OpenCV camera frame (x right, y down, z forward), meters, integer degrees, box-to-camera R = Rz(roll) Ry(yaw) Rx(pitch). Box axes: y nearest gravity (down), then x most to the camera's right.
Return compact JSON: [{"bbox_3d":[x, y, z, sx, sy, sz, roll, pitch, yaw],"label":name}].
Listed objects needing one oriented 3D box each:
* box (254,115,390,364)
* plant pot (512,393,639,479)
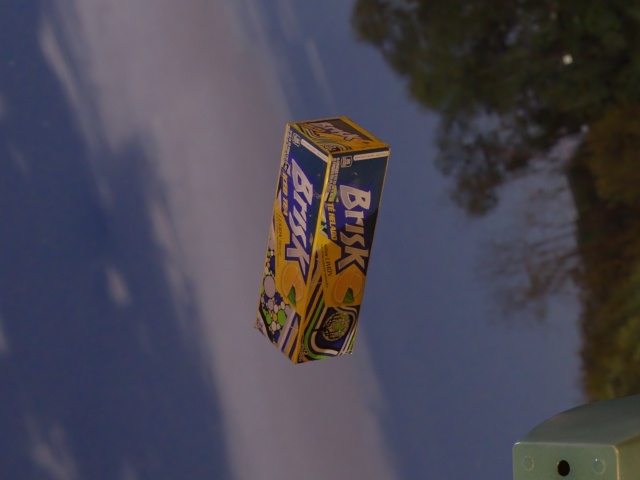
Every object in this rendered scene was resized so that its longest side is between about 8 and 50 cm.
[{"bbox_3d":[0.000,0.000,1.160,0.059,0.054,0.169,39,129,45],"label":"box"},{"bbox_3d":[0.272,0.210,1.320,0.234,0.165,0.166,2,-95,-44],"label":"plant pot"}]
